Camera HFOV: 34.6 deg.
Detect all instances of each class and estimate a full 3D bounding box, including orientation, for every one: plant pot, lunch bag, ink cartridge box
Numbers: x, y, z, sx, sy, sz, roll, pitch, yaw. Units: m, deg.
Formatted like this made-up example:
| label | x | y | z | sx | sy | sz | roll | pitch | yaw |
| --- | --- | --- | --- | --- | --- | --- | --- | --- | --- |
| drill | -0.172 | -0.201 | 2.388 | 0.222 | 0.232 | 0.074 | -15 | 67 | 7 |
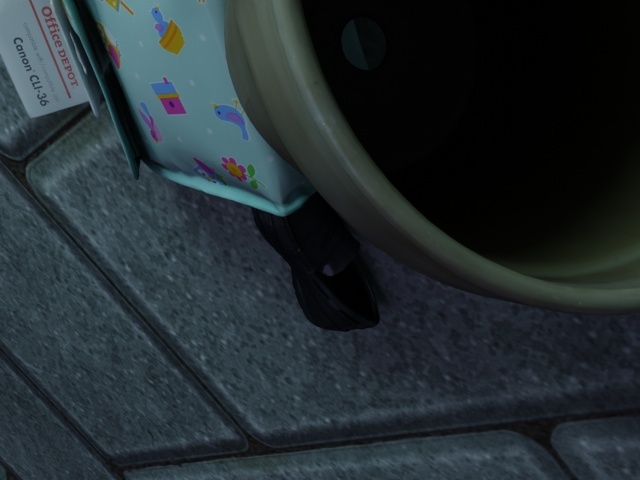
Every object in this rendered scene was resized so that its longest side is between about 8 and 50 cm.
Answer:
| label | x | y | z | sx | sy | sz | roll | pitch | yaw |
| --- | --- | --- | --- | --- | --- | --- | --- | --- | --- |
| plant pot | 0.078 | -0.131 | 0.565 | 0.323 | 0.323 | 0.280 | 52 | 164 | -15 |
| lunch bag | -0.105 | -0.160 | 0.804 | 0.262 | 0.160 | 0.223 | 17 | 138 | 41 |
| ink cartridge box | -0.238 | -0.187 | 0.879 | 0.198 | 0.067 | 0.115 | -111 | 4 | -52 |

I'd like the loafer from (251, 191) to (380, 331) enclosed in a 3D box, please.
| label | x | y | z | sx | sy | sz | roll | pitch | yaw |
| --- | --- | --- | --- | --- | --- | --- | --- | --- | --- |
| loafer | 0.000 | 0.000 | 0.955 | 0.078 | 0.076 | 0.223 | 7 | 138 | 33 |
